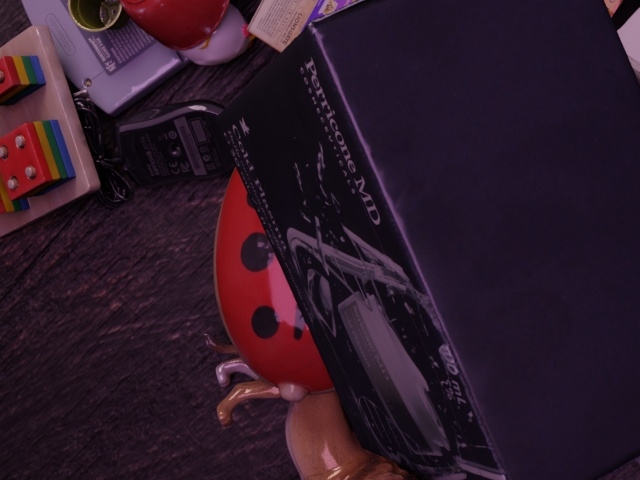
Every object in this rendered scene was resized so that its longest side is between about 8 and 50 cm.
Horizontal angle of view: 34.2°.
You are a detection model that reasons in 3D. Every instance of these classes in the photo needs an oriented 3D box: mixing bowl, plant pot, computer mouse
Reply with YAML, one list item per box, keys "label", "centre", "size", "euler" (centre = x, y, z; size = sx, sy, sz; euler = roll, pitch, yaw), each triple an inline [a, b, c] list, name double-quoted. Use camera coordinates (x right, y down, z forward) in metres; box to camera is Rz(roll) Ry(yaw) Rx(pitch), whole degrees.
- label: "mixing bowl"
  centre: [-0.221, -0.364, 1.445]
  size: [0.181, 0.098, 0.182]
  euler: [-2, 87, 38]
- label: "plant pot"
  centre: [-0.316, -0.342, 1.527]
  size: [0.083, 0.079, 0.083]
  euler: [0, 91, 12]
- label: "computer mouse"
  centre: [-0.235, -0.154, 1.563]
  size: [0.272, 0.072, 0.189]
  euler: [-6, 118, 14]

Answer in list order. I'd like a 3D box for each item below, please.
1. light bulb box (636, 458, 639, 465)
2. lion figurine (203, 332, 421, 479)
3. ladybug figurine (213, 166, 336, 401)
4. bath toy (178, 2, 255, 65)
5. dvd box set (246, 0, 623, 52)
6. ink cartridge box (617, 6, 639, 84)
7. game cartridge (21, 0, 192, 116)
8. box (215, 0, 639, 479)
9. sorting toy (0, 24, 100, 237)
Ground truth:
- label: "light bulb box"
  centre: [0.498, 0.147, 1.266]
  size: [0.225, 0.361, 0.358]
  euler: [-37, 85, -17]
- label: "lion figurine"
  centre: [-0.005, 0.279, 1.507]
  size: [0.240, 0.142, 0.392]
  euler: [-22, 83, 3]
- label: "ladybug figurine"
  centre: [0.000, 0.000, 1.447]
  size: [0.305, 0.162, 0.450]
  euler: [6, 80, 2]
- label: "bath toy"
  centre: [-0.134, -0.427, 1.523]
  size: [0.151, 0.129, 0.348]
  euler: [3, 90, 40]
- label: "dvd box set"
  centre: [0.147, -0.306, 1.400]
  size: [0.420, 0.062, 0.308]
  euler: [33, 109, 9]
- label: "ink cartridge box"
  centre: [0.525, -0.221, 1.323]
  size: [0.201, 0.278, 0.117]
  euler: [-47, 41, 8]
- label: "game cartridge"
  centre: [-0.340, -0.352, 1.598]
  size: [0.198, 0.062, 0.297]
  euler: [-34, 85, 14]
- label: "box"
  centre: [0.142, -0.012, 1.140]
  size: [0.297, 0.472, 0.480]
  euler: [-25, 93, -17]
- label: "sorting toy"
  centre: [-0.478, -0.153, 1.556]
  size: [0.255, 0.089, 0.257]
  euler: [-21, 87, 37]
